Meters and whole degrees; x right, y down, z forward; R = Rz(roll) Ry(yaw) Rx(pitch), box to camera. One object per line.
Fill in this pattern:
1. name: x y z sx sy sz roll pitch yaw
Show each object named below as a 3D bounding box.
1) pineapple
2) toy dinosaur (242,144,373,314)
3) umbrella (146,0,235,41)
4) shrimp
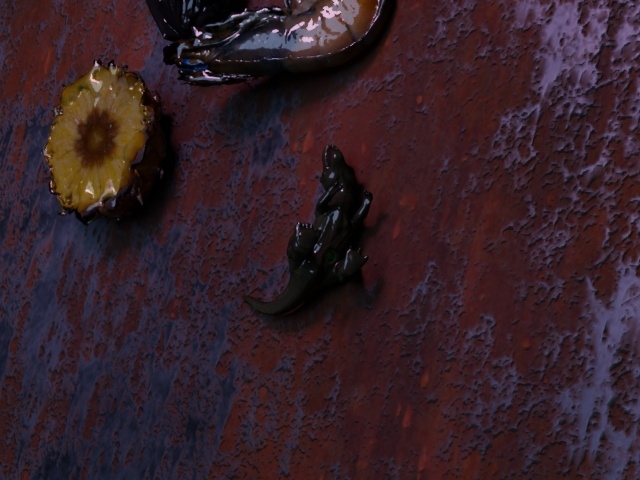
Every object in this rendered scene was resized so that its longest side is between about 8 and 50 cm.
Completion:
1. pineapple: -0.260 -0.118 1.913 0.225 0.076 0.224 -12 72 41
2. toy dinosaur: 0.000 0.000 1.675 0.187 0.087 0.179 -64 7 -14
3. umbrella: -0.203 -0.345 1.927 0.118 0.118 0.340 -58 41 13
4. shrimp: -0.059 -0.285 1.743 0.290 0.054 0.222 -15 77 21
